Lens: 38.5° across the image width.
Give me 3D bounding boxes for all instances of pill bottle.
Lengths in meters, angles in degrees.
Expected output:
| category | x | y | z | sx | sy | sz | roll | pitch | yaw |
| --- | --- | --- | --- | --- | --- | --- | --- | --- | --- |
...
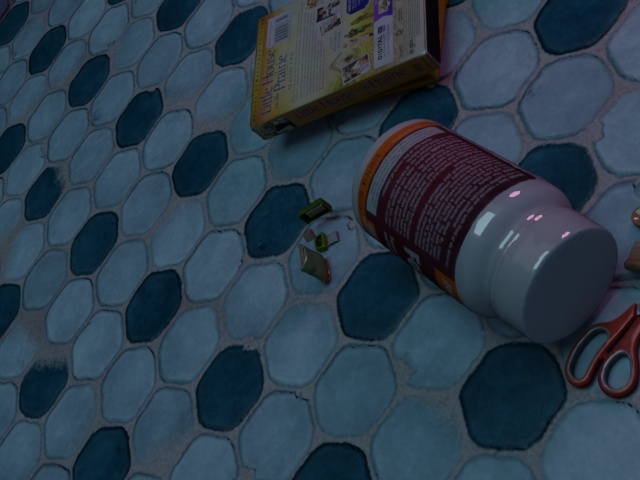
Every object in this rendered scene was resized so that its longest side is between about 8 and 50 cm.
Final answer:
| category | x | y | z | sx | sy | sz | roll | pitch | yaw |
| --- | --- | --- | --- | --- | --- | --- | --- | --- | --- |
| pill bottle | 0.243 | -0.020 | 1.410 | 0.224 | 0.224 | 0.392 | -53 | 44 | 2 |

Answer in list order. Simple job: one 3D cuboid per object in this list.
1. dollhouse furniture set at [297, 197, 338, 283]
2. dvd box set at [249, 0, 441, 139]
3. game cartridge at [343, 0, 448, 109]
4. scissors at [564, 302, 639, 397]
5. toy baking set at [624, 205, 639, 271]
| category | x | y | z | sx | sy | sz | roll | pitch | yaw |
| --- | --- | --- | --- | --- | --- | --- | --- | --- | --- |
| dollhouse furniture set | 0.000 | 0.000 | 1.706 | 0.058 | 0.076 | 0.151 | -28 | 49 | 25 |
| dvd box set | 0.044 | -0.402 | 1.851 | 0.420 | 0.062 | 0.307 | -19 | 54 | 31 |
| game cartridge | 0.130 | -0.431 | 1.878 | 0.285 | 0.053 | 0.323 | -10 | 57 | 36 |
| scissors | 0.456 | 0.091 | 1.308 | 0.109 | 0.021 | 0.297 | 28 | 85 | 45 |
| toy baking set | 0.547 | -0.029 | 1.285 | 0.256 | 0.030 | 0.197 | -19 | 49 | 30 |
